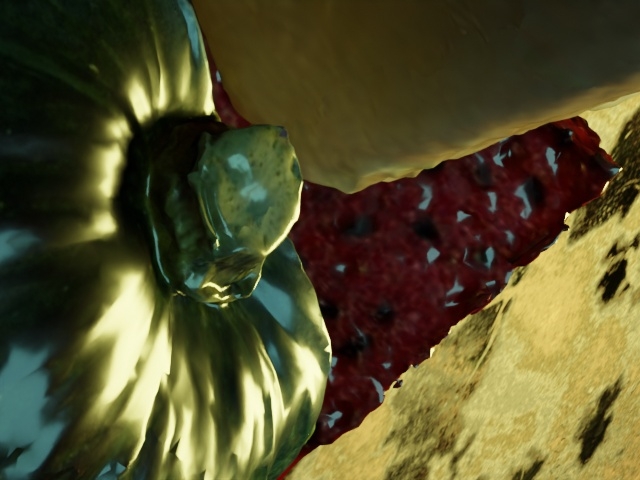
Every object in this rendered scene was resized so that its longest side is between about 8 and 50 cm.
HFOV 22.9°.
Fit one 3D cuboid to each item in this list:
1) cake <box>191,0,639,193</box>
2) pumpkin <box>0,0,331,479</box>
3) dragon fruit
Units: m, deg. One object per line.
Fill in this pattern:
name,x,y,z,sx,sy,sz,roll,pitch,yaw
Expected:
cake,0.079,-0.193,0.571,0.230,0.309,0.237,-22,180,45
pumpkin,-0.151,0.030,0.489,0.197,0.263,0.293,-52,124,-40
dragon fruit,0.000,0.000,0.763,0.302,0.240,0.330,28,88,-42
